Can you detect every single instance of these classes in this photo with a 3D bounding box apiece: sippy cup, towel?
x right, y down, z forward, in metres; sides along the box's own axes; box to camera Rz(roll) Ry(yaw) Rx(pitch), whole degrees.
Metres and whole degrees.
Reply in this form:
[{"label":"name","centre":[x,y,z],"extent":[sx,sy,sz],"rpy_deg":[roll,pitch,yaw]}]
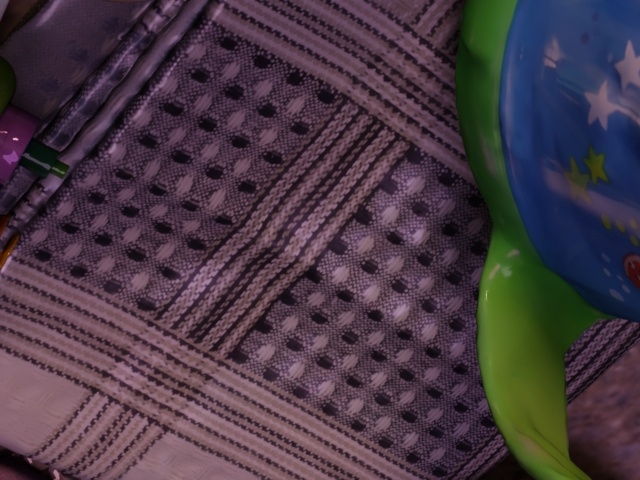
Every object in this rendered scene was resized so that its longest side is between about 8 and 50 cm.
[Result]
[{"label":"sippy cup","centre":[0.195,-0.038,0.496],"extent":[0.240,0.224,0.305],"rpy_deg":[-2,114,-21]},{"label":"towel","centre":[0.000,0.000,0.617],"extent":[0.324,0.056,0.312],"rpy_deg":[34,112,-29]}]

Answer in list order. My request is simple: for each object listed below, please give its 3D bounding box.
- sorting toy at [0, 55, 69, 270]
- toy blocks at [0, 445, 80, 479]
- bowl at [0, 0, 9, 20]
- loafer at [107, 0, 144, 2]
[{"label":"sorting toy","centre":[-0.115,-0.020,0.523],"extent":[0.042,0.061,0.102],"rpy_deg":[28,134,-11]},{"label":"toy blocks","centre":[-0.151,0.306,0.676],"extent":[0.309,0.260,0.288],"rpy_deg":[-39,123,16]},{"label":"bowl","centre":[-0.172,-0.121,0.373],"extent":[0.163,0.311,0.311],"rpy_deg":[24,119,-2]},{"label":"loafer","centre":[0.019,-0.165,0.455],"extent":[0.268,0.092,0.102],"rpy_deg":[-29,107,-8]}]
